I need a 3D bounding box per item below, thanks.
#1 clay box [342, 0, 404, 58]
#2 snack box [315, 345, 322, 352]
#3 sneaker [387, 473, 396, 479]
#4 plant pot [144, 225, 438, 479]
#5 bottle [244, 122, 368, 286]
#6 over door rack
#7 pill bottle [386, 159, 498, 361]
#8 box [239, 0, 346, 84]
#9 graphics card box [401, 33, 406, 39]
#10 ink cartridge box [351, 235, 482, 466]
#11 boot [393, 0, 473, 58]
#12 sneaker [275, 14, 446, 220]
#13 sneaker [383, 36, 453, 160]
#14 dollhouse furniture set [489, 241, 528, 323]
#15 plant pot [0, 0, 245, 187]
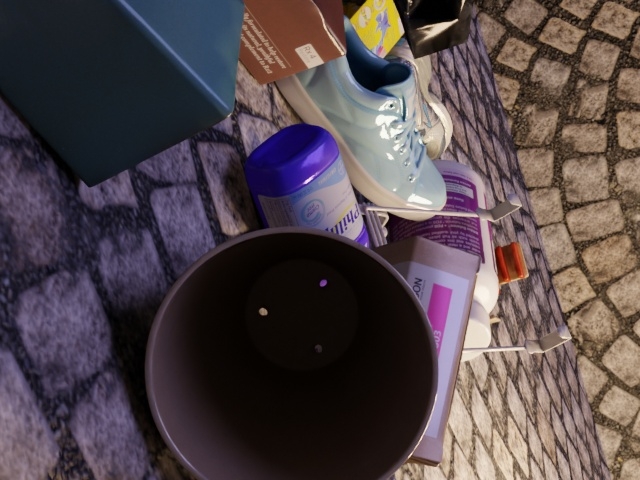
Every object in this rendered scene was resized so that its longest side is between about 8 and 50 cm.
[{"bbox_3d":[0.066,-0.333,1.830,0.222,0.053,0.127,-51,146,-27],"label":"clay box"},{"bbox_3d":[0.026,0.197,1.446,0.100,0.037,0.141,31,45,-59],"label":"snack box"},{"bbox_3d":[0.032,0.310,1.265,0.297,0.129,0.111,68,11,-85],"label":"sneaker"},{"bbox_3d":[-0.022,0.099,1.152,0.274,0.256,0.256,-77,147,-83],"label":"plant pot"},{"bbox_3d":[0.000,0.000,1.433,0.118,0.092,0.283,-41,127,-31],"label":"bottle"},{"bbox_3d":[0.174,0.066,1.647,0.324,0.108,0.239,-4,67,-35],"label":"over door rack"},{"bbox_3d":[0.188,0.034,1.825,0.169,0.169,0.301,52,28,-44],"label":"pill bottle"},{"bbox_3d":[-0.072,-0.420,1.569,0.191,0.143,0.381,49,28,-49],"label":"box"},{"bbox_3d":[0.038,-0.469,1.963,0.371,0.094,0.233,26,50,-62],"label":"graphics card box"},{"bbox_3d":[0.076,0.125,1.303,0.088,0.193,0.235,19,74,-19],"label":"ink cartridge box"},{"bbox_3d":[0.084,-0.529,1.673,0.367,0.146,0.445,55,17,-57],"label":"boot"},{"bbox_3d":[0.090,-0.169,1.663,0.366,0.150,0.135,43,43,-29],"label":"sneaker"},{"bbox_3d":[0.147,-0.224,2.073,0.122,0.110,0.283,-62,145,-26],"label":"sneaker"},{"bbox_3d":[0.270,0.028,2.091,0.259,0.135,0.262,24,51,-64],"label":"dollhouse furniture set"},{"bbox_3d":[-0.206,-0.202,1.008,0.234,0.165,0.165,46,32,-36],"label":"plant pot"}]
